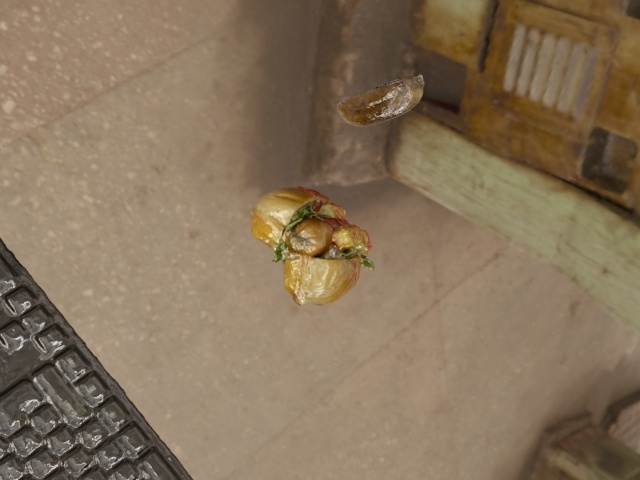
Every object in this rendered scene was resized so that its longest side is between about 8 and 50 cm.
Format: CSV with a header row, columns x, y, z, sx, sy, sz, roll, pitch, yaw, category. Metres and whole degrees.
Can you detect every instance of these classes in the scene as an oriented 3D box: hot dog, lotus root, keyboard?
x,y,z,sx,sy,sz,roll,pitch,yaw,category
0.000,0.000,0.715,0.076,0.104,0.250,-30,175,3,hot dog
0.054,-0.121,0.747,0.037,0.083,0.030,-21,93,-56,lotus root
-0.130,0.119,0.421,0.101,0.309,0.018,-36,171,-27,keyboard
